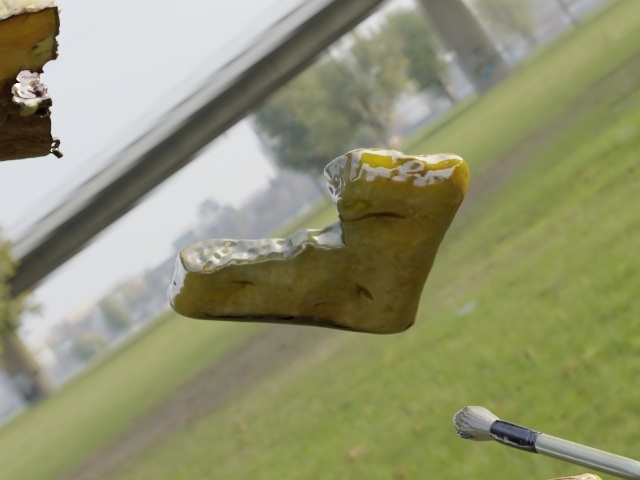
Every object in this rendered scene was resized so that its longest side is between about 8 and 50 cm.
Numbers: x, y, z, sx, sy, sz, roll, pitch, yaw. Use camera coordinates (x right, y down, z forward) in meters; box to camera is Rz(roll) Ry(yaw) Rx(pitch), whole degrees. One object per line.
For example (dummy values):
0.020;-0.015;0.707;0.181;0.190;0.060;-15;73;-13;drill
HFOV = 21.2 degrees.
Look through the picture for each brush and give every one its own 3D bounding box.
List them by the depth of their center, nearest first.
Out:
0.242;0.220;1.815;0.042;0.039;0.299;12;1;-36;brush

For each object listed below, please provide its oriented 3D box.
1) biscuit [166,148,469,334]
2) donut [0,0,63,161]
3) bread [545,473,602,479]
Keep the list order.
0.000;0.000;1.121;0.183;0.174;0.039;113;161;-48;biscuit
-0.287;-0.151;1.454;0.141;0.085;0.217;-12;-28;-22;donut
0.212;0.247;1.492;0.044;0.083;0.110;10;-19;-32;bread
